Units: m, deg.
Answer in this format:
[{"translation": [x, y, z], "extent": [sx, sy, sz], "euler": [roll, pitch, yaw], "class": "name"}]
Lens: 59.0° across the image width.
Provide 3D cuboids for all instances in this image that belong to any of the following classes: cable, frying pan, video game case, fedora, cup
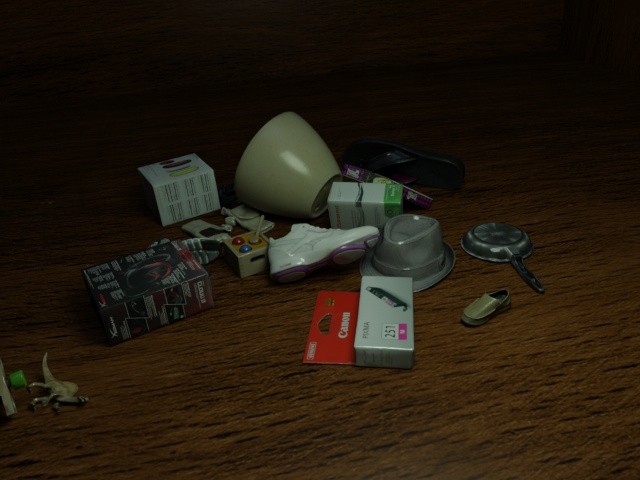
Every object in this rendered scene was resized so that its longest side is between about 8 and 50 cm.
[{"translation": [-0.276, -0.155, 1.944], "extent": [0.151, 0.047, 0.184], "euler": [-5, 22, -16], "class": "cable"}, {"translation": [0.485, 0.030, 1.539], "extent": [0.197, 0.053, 0.326], "euler": [2, 27, 11], "class": "frying pan"}, {"translation": [0.213, -0.171, 1.799], "extent": [0.210, 0.041, 0.232], "euler": [27, 8, 41], "class": "video game case"}, {"translation": [0.234, 0.012, 1.514], "extent": [0.244, 0.124, 0.275], "euler": [22, 39, 38], "class": "fedora"}, {"translation": [-0.072, -0.202, 1.777], "extent": [0.237, 0.331, 0.331], "euler": [34, 43, 18], "class": "cup"}]

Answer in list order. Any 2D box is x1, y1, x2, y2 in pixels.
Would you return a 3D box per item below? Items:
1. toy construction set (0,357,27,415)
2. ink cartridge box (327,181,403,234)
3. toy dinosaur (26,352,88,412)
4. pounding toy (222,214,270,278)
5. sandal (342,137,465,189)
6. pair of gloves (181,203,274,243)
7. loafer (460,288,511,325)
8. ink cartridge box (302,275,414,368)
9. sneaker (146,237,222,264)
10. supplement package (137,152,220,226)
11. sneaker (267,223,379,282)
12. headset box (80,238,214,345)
[{"translation": [-0.655, 0.317, 1.021], "extent": [0.237, 0.257, 0.309], "euler": [-12, 51, -30], "class": "toy construction set"}, {"translation": [0.135, -0.090, 1.659], "extent": [0.208, 0.153, 0.087], "euler": [3, 50, 11], "class": "ink cartridge box"}, {"translation": [-0.559, 0.311, 1.180], "extent": [0.183, 0.053, 0.093], "euler": [27, 26, 30], "class": "toy dinosaur"}, {"translation": [-0.190, 0.014, 1.582], "extent": [0.141, 0.100, 0.130], "euler": [-19, 34, -25], "class": "pounding toy"}, {"translation": [0.266, -0.251, 1.944], "extent": [0.446, 0.167, 0.107], "euler": [12, 51, 26], "class": "sandal"}, {"translation": [-0.289, -0.052, 1.769], "extent": [0.240, 0.042, 0.204], "euler": [-22, 34, -29], "class": "pair of gloves"}, {"translation": [0.388, 0.152, 1.328], "extent": [0.148, 0.050, 0.056], "euler": [-22, 34, -28], "class": "loafer"}, {"translation": [0.094, 0.178, 1.311], "extent": [0.239, 0.060, 0.275], "euler": [2, 30, 7], "class": "ink cartridge box"}, {"translation": [-0.403, 0.020, 1.617], "extent": [0.229, 0.086, 0.132], "euler": [-13, 29, -14], "class": "sneaker"}, {"translation": [-0.473, -0.175, 1.894], "extent": [0.203, 0.149, 0.194], "euler": [-20, 34, -24], "class": "supplement package"}, {"translation": [0.000, 0.000, 1.482], "extent": [0.305, 0.114, 0.152], "euler": [-17, 62, 3], "class": "sneaker"}, {"translation": [-0.420, 0.115, 1.425], "extent": [0.293, 0.110, 0.218], "euler": [-20, 34, -26], "class": "headset box"}]
